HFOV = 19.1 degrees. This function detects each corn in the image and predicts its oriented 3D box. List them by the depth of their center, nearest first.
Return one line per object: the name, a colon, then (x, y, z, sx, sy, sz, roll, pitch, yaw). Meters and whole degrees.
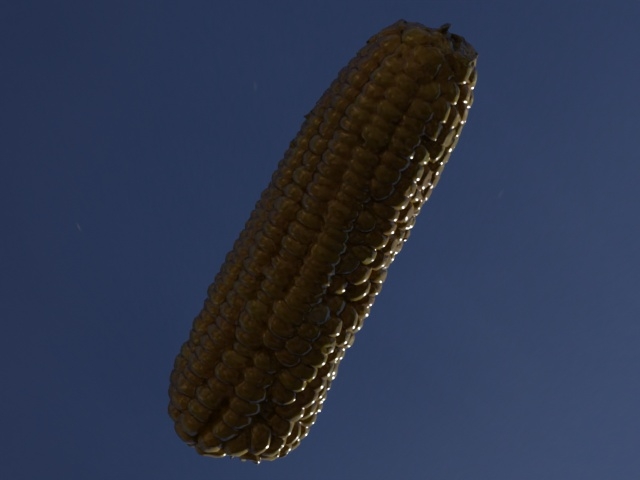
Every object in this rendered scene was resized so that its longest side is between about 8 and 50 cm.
corn: (-0.002, 0.001, 1.167, 0.102, 0.102, 0.313, 27, -76, 4)
